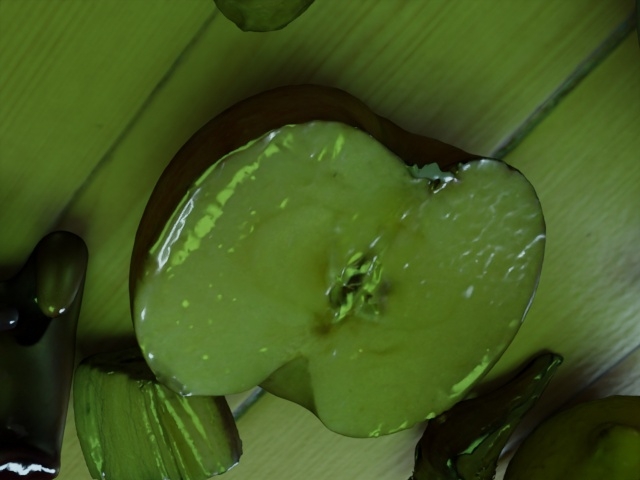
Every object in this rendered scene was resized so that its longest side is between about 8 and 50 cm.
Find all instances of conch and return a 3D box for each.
[{"bbox_3d":[0.141,0.198,0.822,0.086,0.080,0.233,11,105,-48],"label":"conch"}]

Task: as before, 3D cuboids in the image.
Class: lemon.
[{"bbox_3d":[0.282,0.276,0.775,0.267,0.267,0.267,-1,122,-2],"label":"lemon"}]

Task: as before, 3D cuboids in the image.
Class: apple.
[{"bbox_3d":[0.000,0.000,0.638,0.292,0.163,0.251,21,109,-30],"label":"apple"}]

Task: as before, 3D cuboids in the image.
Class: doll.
[{"bbox_3d":[-0.342,0.085,0.645,0.339,0.209,0.318,19,134,-22],"label":"doll"}]

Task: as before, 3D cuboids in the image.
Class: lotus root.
[{"bbox_3d":[-0.144,0.154,0.771,0.159,0.095,0.135,1,116,20],"label":"lotus root"}]

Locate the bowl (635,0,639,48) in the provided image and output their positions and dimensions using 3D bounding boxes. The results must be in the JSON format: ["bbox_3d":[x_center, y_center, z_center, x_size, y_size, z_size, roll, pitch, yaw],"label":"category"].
[{"bbox_3d":[0.284,-0.193,0.521,0.313,0.146,0.313,-36,150,-24],"label":"bowl"}]

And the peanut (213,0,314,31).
[{"bbox_3d":[-0.011,-0.234,0.524,0.095,0.108,0.226,18,121,-19],"label":"peanut"}]
